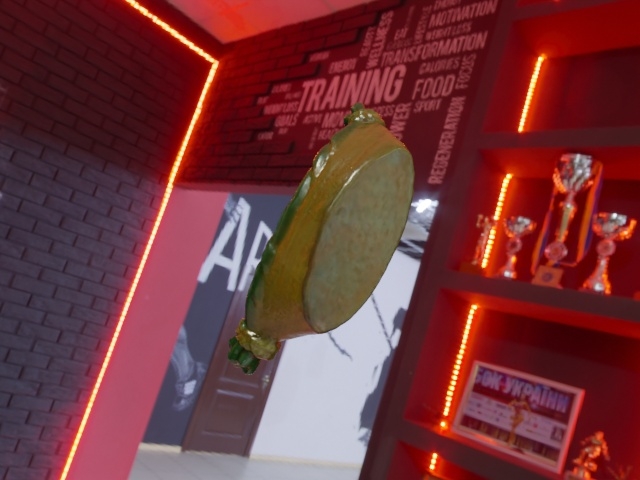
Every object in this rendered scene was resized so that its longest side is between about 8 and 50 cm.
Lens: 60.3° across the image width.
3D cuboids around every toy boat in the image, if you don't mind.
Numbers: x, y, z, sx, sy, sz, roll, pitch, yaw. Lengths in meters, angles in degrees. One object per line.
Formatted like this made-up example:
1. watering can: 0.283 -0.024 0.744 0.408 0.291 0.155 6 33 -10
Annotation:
1. toy boat: 0.000 0.000 0.409 0.089 0.229 0.088 31 -7 -35
